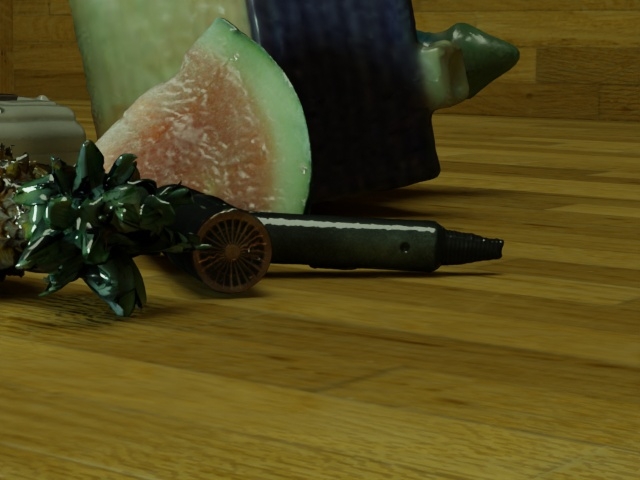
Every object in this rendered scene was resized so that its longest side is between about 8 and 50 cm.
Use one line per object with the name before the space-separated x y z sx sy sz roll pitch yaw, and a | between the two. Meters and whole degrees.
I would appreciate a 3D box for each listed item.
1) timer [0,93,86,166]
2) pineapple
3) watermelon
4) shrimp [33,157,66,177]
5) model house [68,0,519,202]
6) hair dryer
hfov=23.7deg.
timer | -0.357 -0.092 1.379 0.262 0.087 0.237 3 8 18
pineapple | -0.166 -0.013 0.793 0.221 0.083 0.103 6 -6 38
watermelon | -0.083 -0.021 1.038 0.202 0.136 0.207 -37 43 -2
shrimp | -0.216 -0.030 1.041 0.091 0.034 0.161 -23 1 12
model house | 0.001 -0.155 1.270 0.280 0.245 0.312 -3 11 29
hair dryer | 0.001 -0.002 0.899 0.195 0.050 0.173 2 8 -18
